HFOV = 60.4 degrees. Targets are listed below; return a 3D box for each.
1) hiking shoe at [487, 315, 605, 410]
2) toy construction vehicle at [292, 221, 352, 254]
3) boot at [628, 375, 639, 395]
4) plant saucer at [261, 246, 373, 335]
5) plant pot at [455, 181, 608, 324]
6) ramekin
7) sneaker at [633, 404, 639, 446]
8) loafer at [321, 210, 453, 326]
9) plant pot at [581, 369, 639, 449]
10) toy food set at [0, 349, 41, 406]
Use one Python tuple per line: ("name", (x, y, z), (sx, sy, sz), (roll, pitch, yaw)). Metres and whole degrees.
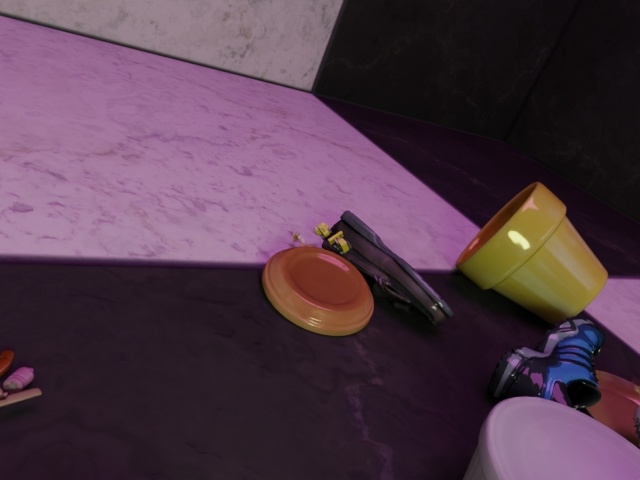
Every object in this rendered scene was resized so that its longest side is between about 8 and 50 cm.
("hiking shoe", (0.408, 0.225, 0.918), (0.304, 0.113, 0.132), (-15, 40, -37))
("toy construction vehicle", (0.000, 0.000, 1.047), (0.086, 0.035, 0.098), (-31, 45, -8))
("boot", (0.653, 0.288, 1.083), (0.114, 0.037, 0.106), (20, 22, 4))
("plant saucer", (0.001, 0.074, 0.924), (0.200, 0.037, 0.200), (18, 33, -12))
("plant pot", (0.467, 0.043, 1.192), (0.239, 0.254, 0.254), (42, 27, 4))
("ramekin", (0.276, 0.315, 0.601), (0.273, 0.127, 0.273), (19, 24, -9))
("sneaker", (0.533, 0.316, 0.745), (0.102, 0.146, 0.293), (17, 41, -8))
("loafer", (0.118, 0.065, 1.040), (0.302, 0.095, 0.109), (46, 2, 33))
("plant pot", (0.538, 0.314, 0.934), (0.236, 0.032, 0.236), (18, 26, -9))
("toy food set", (-0.342, 0.138, 0.568), (0.122, 0.019, 0.078), (31, 25, 35))
